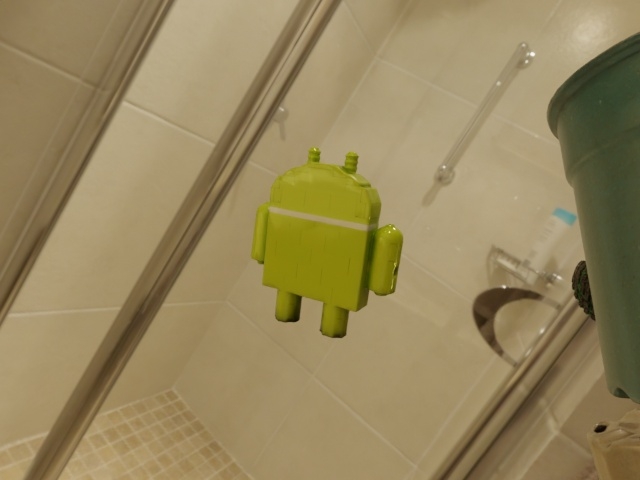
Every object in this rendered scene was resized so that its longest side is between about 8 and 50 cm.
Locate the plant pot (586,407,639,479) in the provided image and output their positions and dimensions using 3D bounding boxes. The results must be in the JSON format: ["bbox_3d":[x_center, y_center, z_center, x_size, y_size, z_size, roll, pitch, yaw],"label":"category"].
[{"bbox_3d":[0.582,0.422,0.661,0.334,0.333,0.305,18,52,-62],"label":"plant pot"}]

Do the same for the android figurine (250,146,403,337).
[{"bbox_3d":[0.000,0.000,0.661,0.248,0.273,0.056,11,10,27],"label":"android figurine"}]

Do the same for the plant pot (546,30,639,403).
[{"bbox_3d":[0.424,-0.003,0.439,0.341,0.334,0.341,3,-12,1],"label":"plant pot"}]

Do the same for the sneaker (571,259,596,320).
[{"bbox_3d":[0.755,0.156,1.028,0.146,0.134,0.343,-16,39,-28],"label":"sneaker"}]
